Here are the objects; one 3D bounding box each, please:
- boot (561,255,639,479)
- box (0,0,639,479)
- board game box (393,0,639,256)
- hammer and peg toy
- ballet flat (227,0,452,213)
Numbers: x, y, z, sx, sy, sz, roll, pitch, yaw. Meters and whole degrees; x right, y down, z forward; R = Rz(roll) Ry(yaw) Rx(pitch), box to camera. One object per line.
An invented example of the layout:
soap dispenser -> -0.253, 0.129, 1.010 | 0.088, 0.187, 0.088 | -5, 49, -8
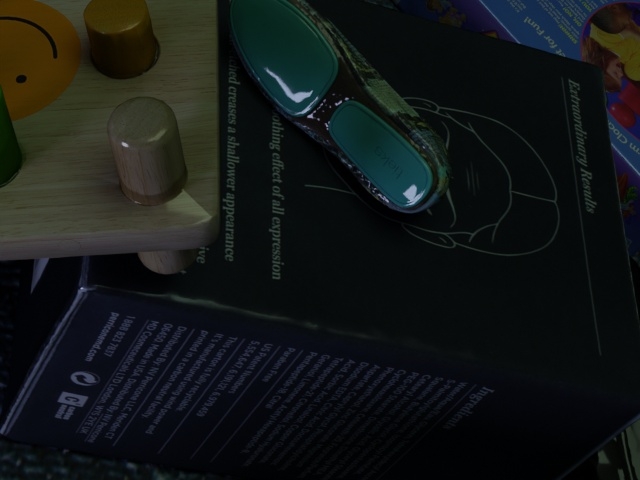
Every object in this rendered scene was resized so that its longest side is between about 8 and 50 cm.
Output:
boot -> 0.300, 0.161, 1.169 | 0.260, 0.131, 0.348 | 4, 68, -18
box -> 0.000, 0.000, 1.073 | 0.395, 0.212, 0.293 | 13, 54, -19
board game box -> 0.251, -0.178, 1.412 | 0.233, 0.078, 0.347 | -32, 77, -39
hammer and peg toy -> -0.237, -0.102, 0.864 | 0.361, 0.127, 0.266 | -3, 56, 0
ballet flat -> 0.015, -0.093, 0.974 | 0.070, 0.070, 0.188 | -32, 79, -39
